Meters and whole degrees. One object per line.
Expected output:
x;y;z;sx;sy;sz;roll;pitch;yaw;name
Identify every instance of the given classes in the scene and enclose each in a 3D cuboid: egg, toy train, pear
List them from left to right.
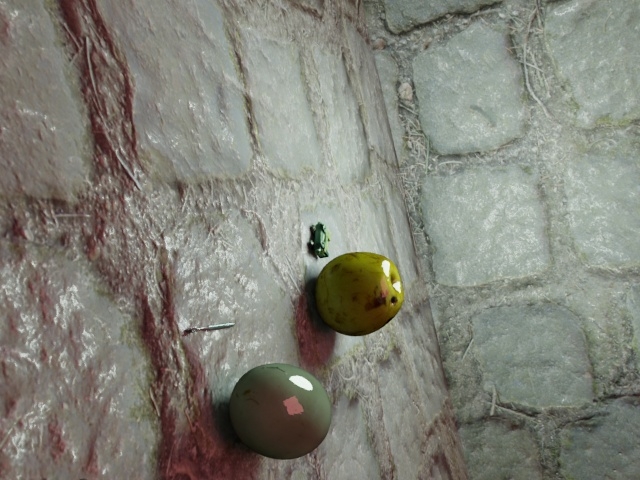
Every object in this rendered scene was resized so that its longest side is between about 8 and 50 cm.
-0.085;0.378;1.265;0.283;0.202;0.203;45;40;-48;egg
0.000;0.000;1.822;0.081;0.050;0.122;60;28;-48;toy train
0.120;0.162;1.740;0.283;0.283;0.284;40;44;-53;pear

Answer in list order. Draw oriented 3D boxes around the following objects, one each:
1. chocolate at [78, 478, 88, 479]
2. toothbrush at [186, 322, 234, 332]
-0.344;0.485;0.813;0.157;0.080;0.254;-77;149;-67;chocolate
-0.238;0.192;1.257;0.167;0.014;0.011;8;88;-64;toothbrush
